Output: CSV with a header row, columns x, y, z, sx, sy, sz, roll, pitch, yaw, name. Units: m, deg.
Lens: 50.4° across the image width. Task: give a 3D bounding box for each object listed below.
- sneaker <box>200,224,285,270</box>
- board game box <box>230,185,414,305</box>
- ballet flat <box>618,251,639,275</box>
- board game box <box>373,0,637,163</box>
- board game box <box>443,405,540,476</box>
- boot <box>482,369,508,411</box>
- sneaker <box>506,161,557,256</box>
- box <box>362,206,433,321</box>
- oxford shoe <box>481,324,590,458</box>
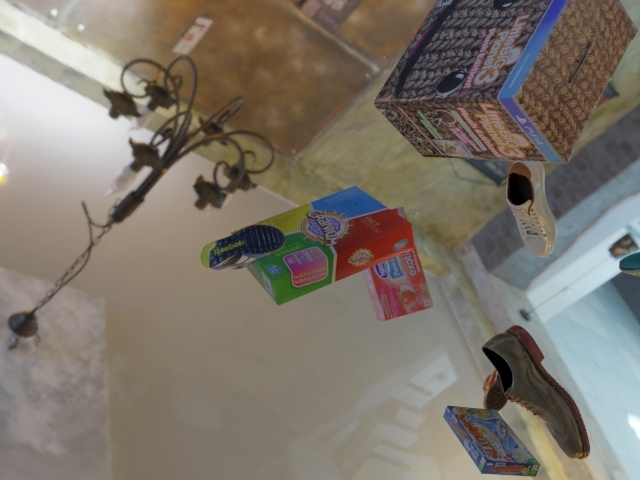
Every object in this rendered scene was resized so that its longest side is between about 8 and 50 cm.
x,y,z,sx,sy,sz,roll,pitch,yaw,name
-0.124,0.014,1.127,0.059,0.144,0.053,49,-152,-65,sneaker
0.000,0.000,1.437,0.242,0.316,0.064,41,147,53,board game box
0.845,0.049,1.649,0.079,0.221,0.077,52,-150,-23,ballet flat
0.262,-0.252,1.008,0.141,0.232,0.291,38,166,-32,board game box
0.376,0.444,1.514,0.136,0.035,0.201,9,-161,-19,board game box
0.472,0.413,1.856,0.059,0.084,0.158,39,-129,-2,boot
0.529,-0.072,1.759,0.123,0.106,0.290,-37,-63,-38,sneaker
0.198,0.069,1.956,0.142,0.154,0.300,132,123,-84,box
0.514,0.382,1.654,0.130,0.123,0.348,-20,-117,-20,oxford shoe
